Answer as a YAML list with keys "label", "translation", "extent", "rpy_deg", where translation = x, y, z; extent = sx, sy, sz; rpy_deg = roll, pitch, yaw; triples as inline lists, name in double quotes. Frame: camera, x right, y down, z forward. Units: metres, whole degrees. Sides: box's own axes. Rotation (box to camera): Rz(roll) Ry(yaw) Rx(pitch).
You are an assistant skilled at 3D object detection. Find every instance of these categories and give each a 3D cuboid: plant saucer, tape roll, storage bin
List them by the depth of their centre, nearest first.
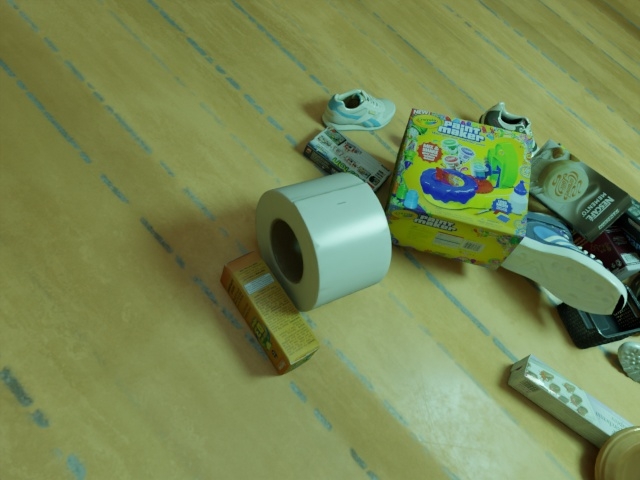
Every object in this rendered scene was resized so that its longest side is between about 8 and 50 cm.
- label: "tape roll"
  translation: [0.000, 0.000, 0.998]
  extent: [0.169, 0.246, 0.246]
  rpy_deg: [-17, 67, -30]
- label: "plant saucer"
  translation: [0.662, 0.482, 1.016]
  extent: [0.200, 0.037, 0.200]
  rpy_deg: [0, 82, -1]
- label: "storage bin"
  translation: [0.699, 0.187, 1.246]
  extent: [0.180, 0.084, 0.122]
  rpy_deg: [-5, 61, -24]

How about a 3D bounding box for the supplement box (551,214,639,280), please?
- label: "supplement box"
  translation: [0.735, 0.001, 1.349]
  extent: [0.073, 0.130, 0.239]
  rpy_deg: [-6, 61, -24]

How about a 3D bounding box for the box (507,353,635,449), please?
- label: "box"
  translation: [0.562, 0.371, 1.088]
  extent: [0.324, 0.067, 0.063]
  rpy_deg: [34, 54, 4]

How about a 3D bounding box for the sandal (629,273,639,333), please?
- label: "sandal"
  translation: [0.878, 0.123, 1.347]
  extent: [0.086, 0.120, 0.303]
  rpy_deg: [14, 55, 30]

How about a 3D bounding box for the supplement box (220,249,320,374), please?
- label: "supplement box"
  translation: [-0.101, 0.138, 0.974]
  extent: [0.080, 0.078, 0.233]
  rpy_deg: [-28, 72, -32]

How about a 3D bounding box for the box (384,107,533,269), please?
- label: "box"
  translation: [0.312, -0.120, 1.177]
  extent: [0.290, 0.177, 0.279]
  rpy_deg: [14, 63, 4]

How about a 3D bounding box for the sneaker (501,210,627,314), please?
- label: "sneaker"
  translation: [0.609, 0.030, 1.235]
  extent: [0.322, 0.130, 0.236]
  rpy_deg: [29, 42, 33]

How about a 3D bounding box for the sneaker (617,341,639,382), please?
- label: "sneaker"
  translation: [0.826, 0.304, 1.231]
  extent: [0.235, 0.090, 0.095]
  rpy_deg: [29, 41, -6]

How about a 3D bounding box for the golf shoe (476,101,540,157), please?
- label: "golf shoe"
  translation: [0.589, -0.291, 1.487]
  extent: [0.273, 0.120, 0.105]
  rpy_deg: [36, 52, 2]

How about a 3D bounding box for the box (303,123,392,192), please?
- label: "box"
  translation: [0.070, -0.199, 1.278]
  extent: [0.207, 0.036, 0.114]
  rpy_deg: [39, 54, 6]

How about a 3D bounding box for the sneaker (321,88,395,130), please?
- label: "sneaker"
  translation: [0.118, -0.357, 1.363]
  extent: [0.228, 0.092, 0.087]
  rpy_deg: [-15, 64, -30]

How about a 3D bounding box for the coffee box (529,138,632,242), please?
- label: "coffee box"
  translation: [0.649, -0.130, 1.303]
  extent: [0.098, 0.141, 0.246]
  rpy_deg: [22, 23, -53]

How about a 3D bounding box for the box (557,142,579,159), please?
- label: "box"
  translation: [0.756, -0.159, 1.469]
  extent: [0.233, 0.044, 0.159]
  rpy_deg: [31, 53, -22]

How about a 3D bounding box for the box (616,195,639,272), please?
- label: "box"
  translation: [0.818, -0.028, 1.330]
  extent: [0.051, 0.175, 0.220]
  rpy_deg: [-21, 32, 6]
